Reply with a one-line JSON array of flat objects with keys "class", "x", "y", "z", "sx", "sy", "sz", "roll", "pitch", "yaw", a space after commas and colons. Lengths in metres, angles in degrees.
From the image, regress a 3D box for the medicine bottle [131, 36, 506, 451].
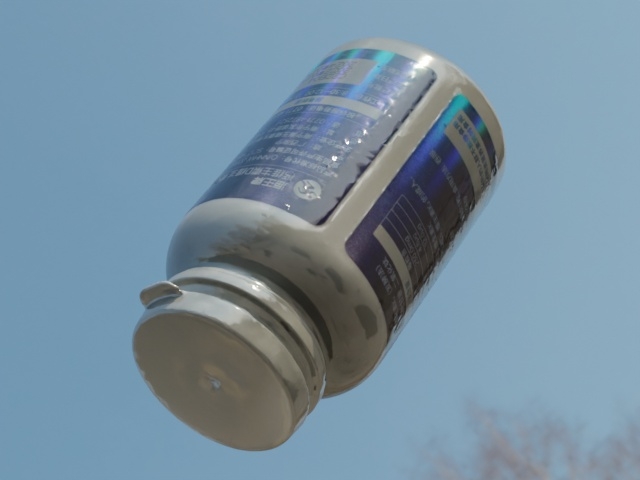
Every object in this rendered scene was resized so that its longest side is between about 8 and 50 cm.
[{"class": "medicine bottle", "x": 0.000, "y": 0.000, "z": 0.724, "sx": 0.191, "sy": 0.107, "sz": 0.107, "roll": -52, "pitch": -25, "yaw": -39}]
